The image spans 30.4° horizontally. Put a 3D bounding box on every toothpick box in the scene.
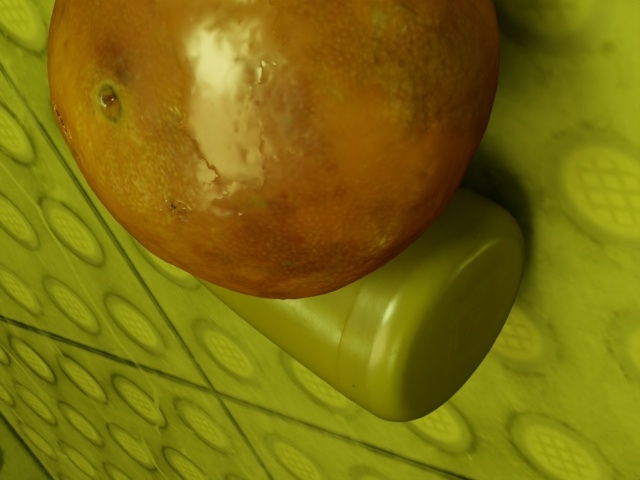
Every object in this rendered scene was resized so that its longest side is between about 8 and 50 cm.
[{"bbox_3d":[0.000,0.000,0.889,0.271,0.175,0.175,31,150,29],"label":"toothpick box"}]

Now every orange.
[{"bbox_3d":[-0.034,-0.107,0.700,0.283,0.226,0.284,16,115,39],"label":"orange"}]
